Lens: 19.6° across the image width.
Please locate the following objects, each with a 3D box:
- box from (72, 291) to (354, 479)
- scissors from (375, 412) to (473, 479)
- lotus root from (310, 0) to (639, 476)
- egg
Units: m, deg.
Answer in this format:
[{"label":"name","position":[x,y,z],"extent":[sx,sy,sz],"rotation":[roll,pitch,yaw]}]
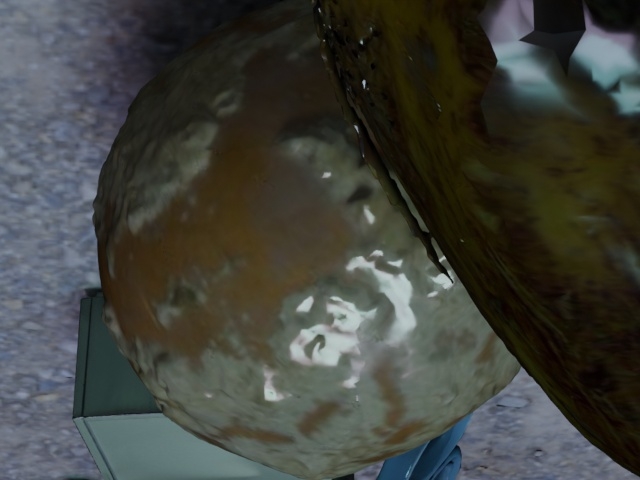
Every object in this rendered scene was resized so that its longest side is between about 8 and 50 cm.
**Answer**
[{"label":"box","position":[-0.055,0.115,1.088],"extent":[0.129,0.086,0.225],"rotation":[-4,148,6]},{"label":"scissors","position":[0.014,0.187,1.074],"extent":[0.030,0.256,0.125],"rotation":[29,140,22]},{"label":"lotus root","position":[0.130,-0.031,0.610],"extent":[0.196,0.179,0.397],"rotation":[-37,140,-1]},{"label":"egg","position":[0.000,0.000,0.804],"extent":[0.203,0.203,0.245],"rotation":[9,151,-15]}]
